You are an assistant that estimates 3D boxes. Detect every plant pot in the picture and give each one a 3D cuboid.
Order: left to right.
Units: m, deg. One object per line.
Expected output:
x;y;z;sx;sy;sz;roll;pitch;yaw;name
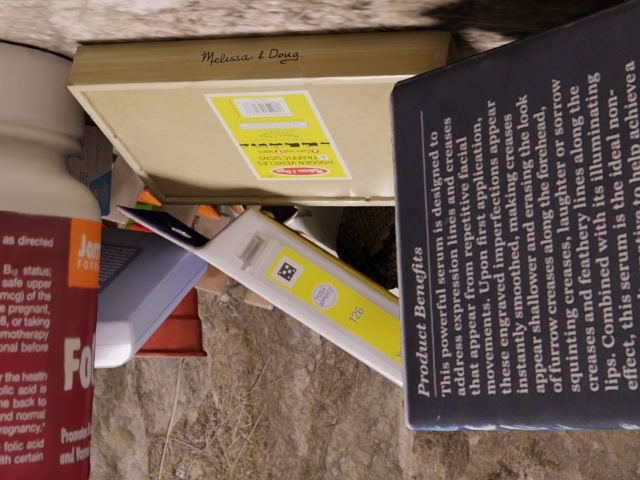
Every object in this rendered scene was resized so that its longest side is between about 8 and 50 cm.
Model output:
-0.327;0.067;2.019;0.273;0.264;0.272;3;176;0;plant pot

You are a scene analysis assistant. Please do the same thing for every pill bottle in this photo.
-0.279;0.059;0.860;0.224;0.392;0.224;2;177;0;pill bottle

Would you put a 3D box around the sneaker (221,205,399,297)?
0.000;0.000;1.482;0.290;0.105;0.123;27;165;-7;sneaker

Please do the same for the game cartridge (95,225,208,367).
-0.278;0.043;1.074;0.297;0.062;0.198;7;-149;17;game cartridge

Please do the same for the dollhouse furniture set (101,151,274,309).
-0.188;-0.003;1.344;0.259;0.135;0.262;14;165;24;dollhouse furniture set

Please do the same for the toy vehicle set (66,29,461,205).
-0.023;-0.080;0.818;0.267;0.035;0.166;1;152;18;toy vehicle set

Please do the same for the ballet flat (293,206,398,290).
0.063;-0.032;1.273;0.182;0.164;0.483;19;-179;10;ballet flat

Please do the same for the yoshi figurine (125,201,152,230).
-0.383;0.004;1.697;0.362;0.202;0.203;0;171;-17;yoshi figurine

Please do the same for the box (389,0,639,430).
0.273;-0.009;0.607;0.294;0.211;0.395;4;170;-37;box

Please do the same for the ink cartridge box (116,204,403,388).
-0.013;0.034;1.020;0.307;0.072;0.303;35;180;-1;ink cartridge box

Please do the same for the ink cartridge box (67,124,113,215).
-0.291;-0.073;1.141;0.090;0.092;0.143;0;177;41;ink cartridge box
